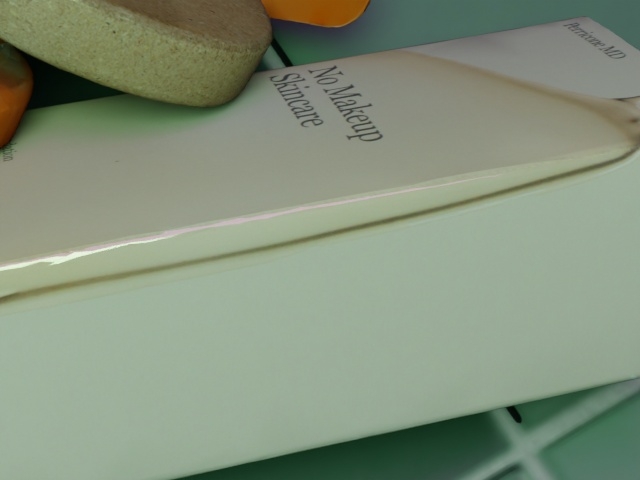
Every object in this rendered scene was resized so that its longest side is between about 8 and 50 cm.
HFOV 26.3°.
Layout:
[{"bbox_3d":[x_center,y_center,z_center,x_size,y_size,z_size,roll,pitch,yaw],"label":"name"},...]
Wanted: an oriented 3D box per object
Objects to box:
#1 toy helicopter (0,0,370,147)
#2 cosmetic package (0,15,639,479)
[{"bbox_3d":[-0.129,-0.173,0.651,0.235,0.140,0.355,7,33,-39],"label":"toy helicopter"},{"bbox_3d":[0.000,0.000,0.582,0.310,0.113,0.160,-12,28,-11],"label":"cosmetic package"}]
